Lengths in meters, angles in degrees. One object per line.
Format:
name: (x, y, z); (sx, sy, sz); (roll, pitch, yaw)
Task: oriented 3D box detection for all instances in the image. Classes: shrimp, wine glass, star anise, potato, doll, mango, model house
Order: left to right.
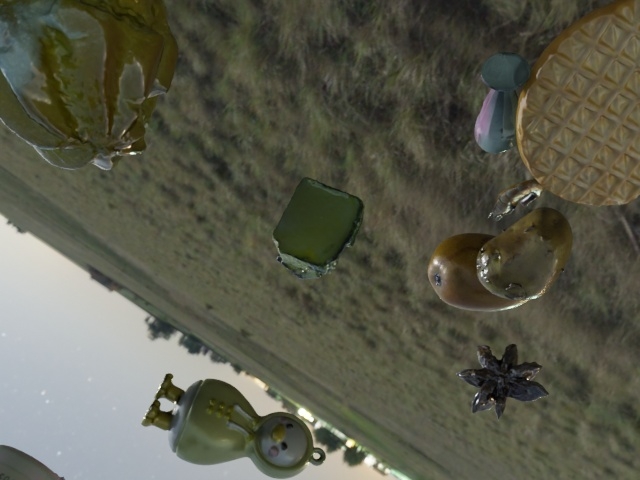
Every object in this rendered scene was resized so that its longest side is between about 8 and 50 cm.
doll: (-0.132, 0.303, 0.985); (0.296, 0.141, 0.117); (13, 132, 2)
model house: (0.000, 0.000, 1.428); (0.170, 0.194, 0.211); (20, 160, 11)
mango: (0.526, 0.097, 1.895); (0.378, 0.264, 0.221); (-4, 131, 3)
star anise: (0.457, 0.344, 1.562); (0.073, 0.212, 0.197); (59, -175, -50)
wine glass: (0.258, -0.196, 0.879); (0.073, 0.073, 0.155); (28, 165, 24)
shrimp: (0.395, -0.085, 1.231); (0.045, 0.095, 0.162); (59, 162, 15)
potato: (0.353, 0.028, 1.041); (0.137, 0.176, 0.137); (41, -156, -23)

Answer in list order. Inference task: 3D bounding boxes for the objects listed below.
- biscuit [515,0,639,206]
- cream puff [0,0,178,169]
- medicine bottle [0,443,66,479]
biscuit: (0.372, -0.171, 0.833); (0.204, 0.040, 0.309); (-6, 126, 3)
cream puff: (-0.373, -0.266, 1.011); (0.275, 0.378, 0.378); (43, 167, 5)
medicine bottle: (-0.517, 0.461, 0.886); (0.170, 0.293, 0.170); (15, 133, 17)
